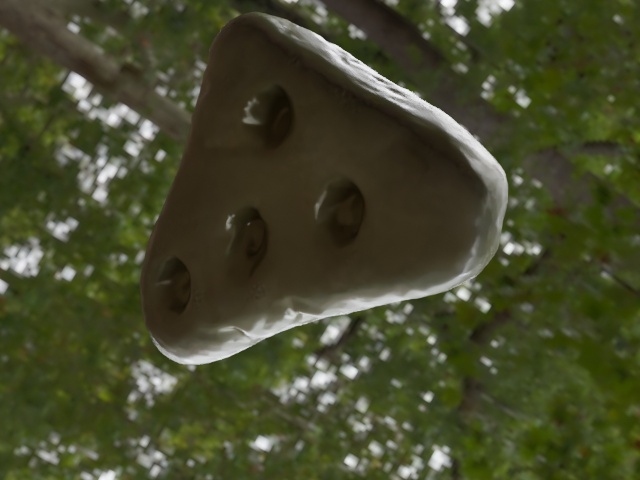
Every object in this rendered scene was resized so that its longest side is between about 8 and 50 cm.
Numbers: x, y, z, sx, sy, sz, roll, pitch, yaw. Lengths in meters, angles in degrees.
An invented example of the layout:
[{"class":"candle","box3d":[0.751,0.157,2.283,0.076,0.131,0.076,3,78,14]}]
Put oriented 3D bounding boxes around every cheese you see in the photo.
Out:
[{"class":"cheese","box3d":[0.000,0.000,1.370,0.328,0.130,0.351,26,-74,24]}]
